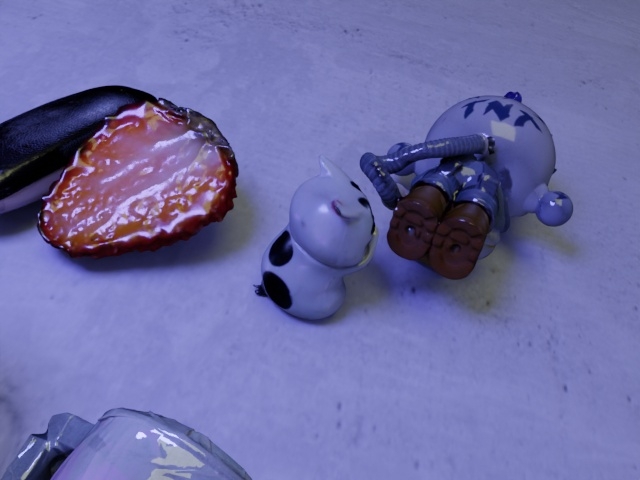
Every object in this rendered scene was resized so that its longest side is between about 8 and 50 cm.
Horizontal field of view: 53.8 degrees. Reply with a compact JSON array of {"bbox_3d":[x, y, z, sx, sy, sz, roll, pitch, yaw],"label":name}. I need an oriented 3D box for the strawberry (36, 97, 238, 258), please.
[{"bbox_3d":[-0.212,-0.053,0.758,0.236,0.111,0.190,-36,74,-15],"label":"strawberry"}]

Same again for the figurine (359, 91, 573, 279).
[{"bbox_3d":[0.210,-0.076,0.858,0.261,0.186,0.382,34,41,7],"label":"figurine"}]

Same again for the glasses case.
[{"bbox_3d":[-0.329,-0.119,0.780,0.121,0.075,0.314,18,41,25],"label":"glasses case"}]

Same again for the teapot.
[{"bbox_3d":[-0.163,0.217,0.453,0.221,0.163,0.178,28,52,9],"label":"teapot"}]

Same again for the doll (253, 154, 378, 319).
[{"bbox_3d":[0.000,0.005,0.714,0.106,0.181,0.110,6,42,-31],"label":"doll"}]
